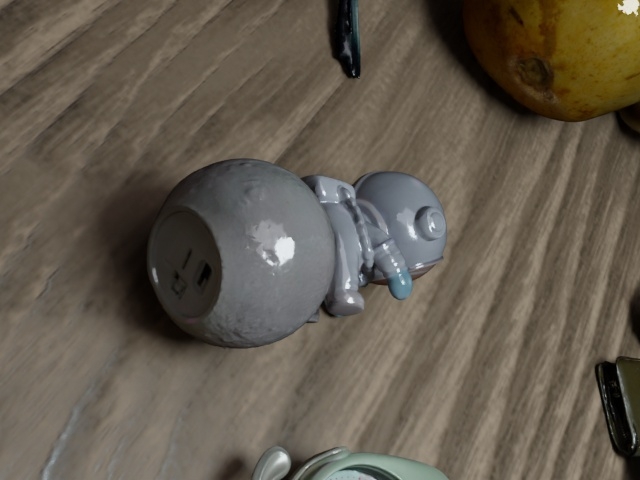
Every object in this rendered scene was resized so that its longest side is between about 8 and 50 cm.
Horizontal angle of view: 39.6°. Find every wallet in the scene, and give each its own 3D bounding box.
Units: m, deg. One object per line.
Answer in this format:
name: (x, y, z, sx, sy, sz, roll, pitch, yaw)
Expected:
wallet: (0.394, 0.190, 1.005, 0.198, 0.031, 0.110, 10, 62, -35)

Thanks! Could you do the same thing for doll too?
doll: (0.000, 0.000, 0.729, 0.287, 0.151, 0.151, -9, 74, -44)

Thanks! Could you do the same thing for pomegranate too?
pomegranate: (0.300, -0.271, 1.016, 0.264, 0.264, 0.264, 17, 58, -30)

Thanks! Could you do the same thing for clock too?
clock: (0.021, 0.234, 0.673, 0.191, 0.062, 0.152, 23, 56, -27)

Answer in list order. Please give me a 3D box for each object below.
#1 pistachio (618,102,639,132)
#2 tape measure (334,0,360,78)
pistachio: (0.540, -0.271, 1.143, 0.281, 0.365, 0.445, 52, 7, -24)
tape measure: (0.109, -0.347, 0.963, 0.215, 0.098, 0.351, -6, 68, 3)
